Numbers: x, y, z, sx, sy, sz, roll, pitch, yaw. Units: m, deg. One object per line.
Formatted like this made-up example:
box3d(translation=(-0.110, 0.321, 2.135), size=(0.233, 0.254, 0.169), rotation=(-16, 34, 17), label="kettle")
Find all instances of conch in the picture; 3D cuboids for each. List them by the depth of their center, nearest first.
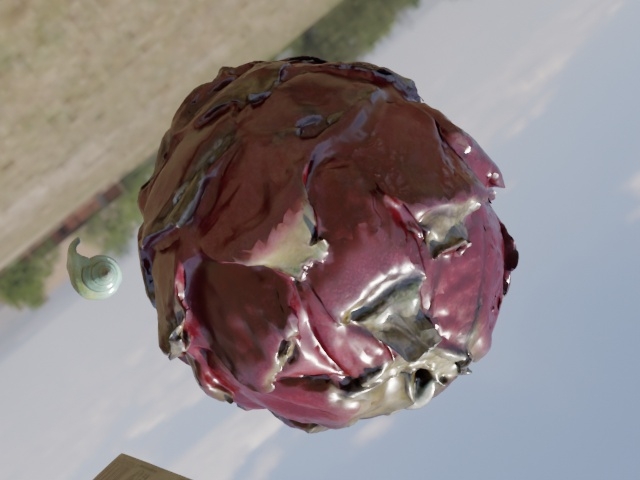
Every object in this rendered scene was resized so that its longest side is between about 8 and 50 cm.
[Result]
box3d(translation=(-0.320, 0.046, 2.010), size=(0.065, 0.088, 0.180), rotation=(-56, -163, -19), label="conch")

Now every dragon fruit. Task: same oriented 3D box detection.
box3d(translation=(-0.002, 0.002, 1.201), size=(0.329, 0.329, 0.329), rotation=(-39, -175, 4), label="dragon fruit")

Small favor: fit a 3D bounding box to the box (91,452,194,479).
box3d(translation=(-0.065, 0.144, 0.707), size=(0.039, 0.055, 0.218), rotation=(-45, -164, -18), label="box")
